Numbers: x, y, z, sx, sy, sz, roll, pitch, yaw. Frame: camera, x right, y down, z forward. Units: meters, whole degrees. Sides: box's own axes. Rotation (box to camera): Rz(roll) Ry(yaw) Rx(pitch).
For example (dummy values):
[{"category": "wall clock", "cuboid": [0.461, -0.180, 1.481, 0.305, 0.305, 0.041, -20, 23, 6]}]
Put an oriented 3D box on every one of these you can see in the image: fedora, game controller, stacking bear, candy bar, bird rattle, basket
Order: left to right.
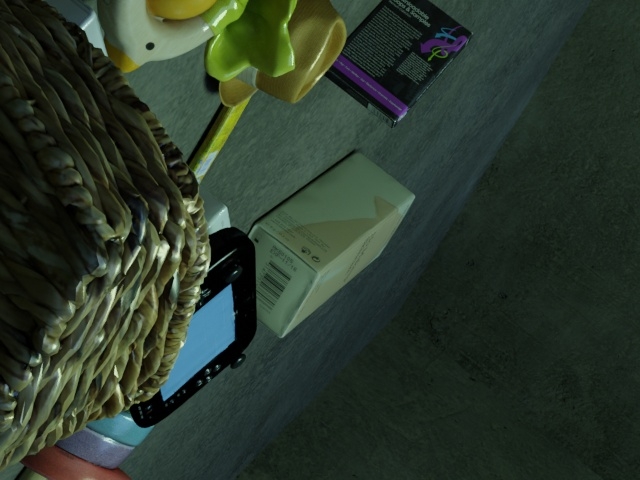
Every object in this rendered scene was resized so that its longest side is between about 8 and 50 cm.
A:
[{"category": "basket", "cuboid": [-0.196, -0.051, 0.842, 0.213, 0.299, 0.223, -57, 166, 20]}, {"category": "stacking bear", "cuboid": [-0.223, 0.127, 1.768, 0.289, 0.175, 0.164, -60, 160, -3]}, {"category": "game controller", "cuboid": [-0.132, 0.093, 1.584, 0.166, 0.067, 0.319, -49, 167, -18]}, {"category": "bird rattle", "cuboid": [-0.081, -0.223, 1.227, 0.207, 0.143, 0.253, -35, 160, -38]}, {"category": "candy bar", "cuboid": [-0.114, -0.116, 1.760, 0.161, 0.018, 0.040, -56, 165, 26]}, {"category": "fedora", "cuboid": [-0.027, -0.203, 1.651, 0.194, 0.079, 0.194, -53, 171, -13]}]

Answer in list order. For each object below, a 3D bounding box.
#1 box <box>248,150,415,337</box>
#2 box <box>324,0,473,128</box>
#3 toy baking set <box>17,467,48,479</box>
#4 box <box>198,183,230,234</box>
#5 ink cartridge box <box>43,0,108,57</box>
[{"category": "box", "cuboid": [0.000, 0.000, 2.368, 0.311, 0.121, 0.148, -38, 163, -51]}, {"category": "box", "cuboid": [0.097, -0.234, 2.000, 0.162, 0.116, 0.029, -48, 171, -16]}, {"category": "toy baking set", "cuboid": [-0.356, 0.309, 2.142, 0.256, 0.030, 0.197, -52, 170, 4]}, {"category": "box", "cuboid": [-0.190, 0.023, 1.623, 0.181, 0.119, 0.182, -49, 169, -13]}, {"category": "ink cartridge box", "cuboid": [-0.275, -0.032, 1.220, 0.296, 0.066, 0.261, -49, 168, -15]}]
